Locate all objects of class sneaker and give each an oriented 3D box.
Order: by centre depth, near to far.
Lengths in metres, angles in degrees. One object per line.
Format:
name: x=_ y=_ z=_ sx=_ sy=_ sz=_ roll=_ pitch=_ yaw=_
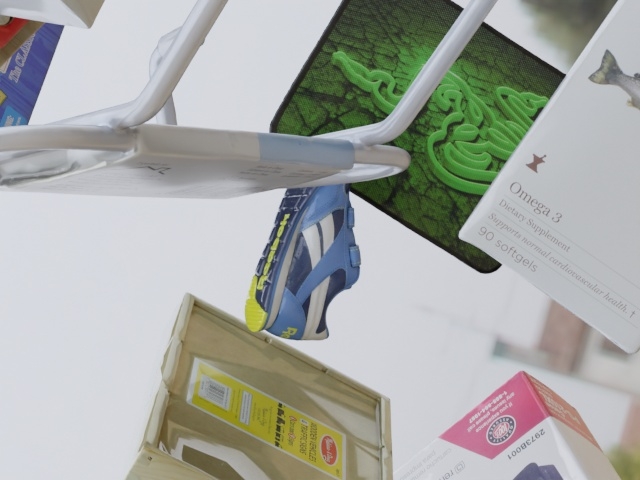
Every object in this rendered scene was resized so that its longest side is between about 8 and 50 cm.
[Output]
sneaker: x=0.000 y=0.000 z=1.286 sx=0.144 sy=0.059 sz=0.053 roll=-68 pitch=18 yaw=-2

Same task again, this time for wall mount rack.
wall mount rack: x=-0.046 y=-0.101 z=1.033 sx=0.350 sy=0.304 sz=0.130 roll=-1 pitch=-98 yaw=-51

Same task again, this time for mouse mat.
mouse mat: x=0.077 y=-0.085 z=1.331 sx=0.152 sy=0.189 sz=0.007 roll=-60 pitch=11 yaw=-9

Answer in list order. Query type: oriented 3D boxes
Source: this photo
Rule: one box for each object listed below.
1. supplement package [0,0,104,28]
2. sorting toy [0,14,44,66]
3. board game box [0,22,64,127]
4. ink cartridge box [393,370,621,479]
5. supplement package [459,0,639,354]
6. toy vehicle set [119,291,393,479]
supplement package: x=-0.230 y=-0.298 z=1.445 sx=0.194 sy=0.149 sz=0.203 roll=44 pitch=-115 yaw=-49
sorting toy: x=-0.363 y=-0.219 z=1.630 sx=0.255 sy=0.257 sz=0.089 roll=-47 pitch=25 yaw=-11
board game box: x=-0.439 y=-0.239 z=2.098 sx=0.066 sy=0.318 sz=0.319 roll=-34 pitch=30 yaw=34
ink cartridge box: x=0.164 y=0.249 z=1.507 sx=0.172 sy=0.237 sz=0.100 roll=-41 pitch=-44 yaw=13
supplement package: x=0.162 y=-0.050 z=0.954 sx=0.179 sy=0.105 sz=0.105 roll=-56 pitch=-6 yaw=9
toy vehicle set: x=-0.034 y=0.128 z=1.245 sx=0.035 sy=0.166 sz=0.267 roll=-59 pitch=7 yaw=16
